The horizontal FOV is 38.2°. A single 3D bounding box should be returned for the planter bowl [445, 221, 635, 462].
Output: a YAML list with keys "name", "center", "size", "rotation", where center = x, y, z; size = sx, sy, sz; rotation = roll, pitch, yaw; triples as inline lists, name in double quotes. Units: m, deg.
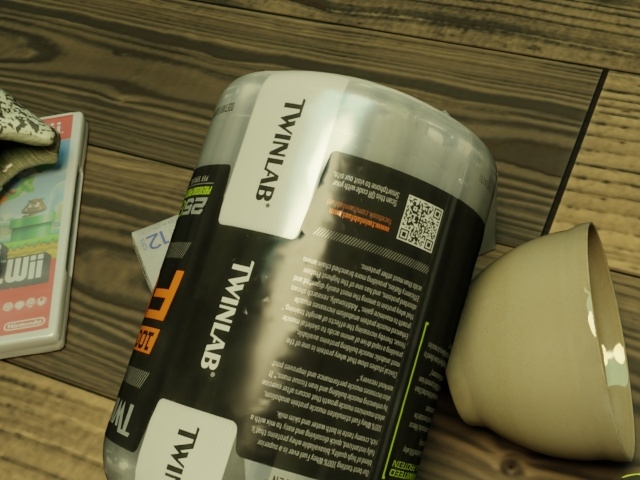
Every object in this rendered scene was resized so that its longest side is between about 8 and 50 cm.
- name: "planter bowl"
  center: [0.148, 0.076, 0.641]
  size: [0.109, 0.162, 0.162]
  rotation: [-11, 47, 22]

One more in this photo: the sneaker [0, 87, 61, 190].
- name: "sneaker"
  center: [-0.371, -0.004, 0.775]
  size: [0.182, 0.158, 0.410]
  rotation: [26, 62, 7]

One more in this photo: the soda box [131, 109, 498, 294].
- name: "soda box"
  center: [0.000, 0.000, 0.759]
  size: [0.286, 0.098, 0.091]
  rotation: [-22, 50, -10]

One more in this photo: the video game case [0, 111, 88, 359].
- name: "video game case"
  center: [-0.329, -0.005, 0.866]
  size: [0.204, 0.025, 0.285]
  rotation: [-9, 49, 2]

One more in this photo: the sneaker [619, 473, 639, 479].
- name: "sneaker"
  center: [0.184, 0.320, 0.455]
  size: [0.147, 0.145, 0.384]
  rotation: [-31, 47, 24]

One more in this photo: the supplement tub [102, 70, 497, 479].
- name: "supplement tub"
  center: [-0.017, 0.069, 0.586]
  size: [0.194, 0.193, 0.316]
  rotation: [13, 79, 20]
